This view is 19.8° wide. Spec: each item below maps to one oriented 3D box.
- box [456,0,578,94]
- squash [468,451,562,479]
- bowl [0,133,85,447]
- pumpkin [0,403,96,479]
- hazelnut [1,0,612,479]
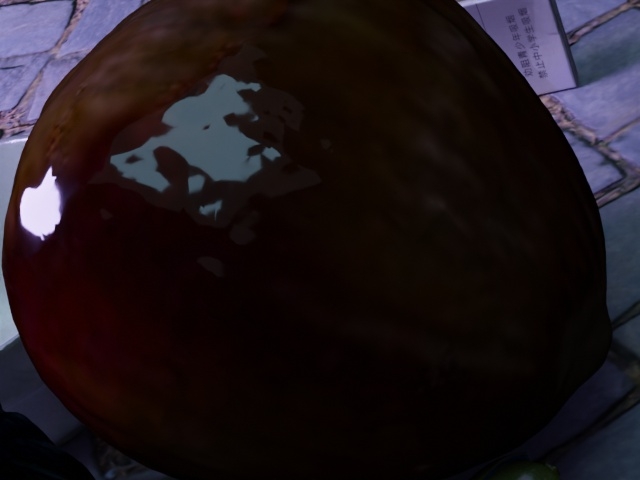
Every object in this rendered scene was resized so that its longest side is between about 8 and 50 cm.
[{"bbox_3d":[0.116,-0.163,1.594,0.198,0.109,0.029,-11,36,17],"label":"box"},{"bbox_3d":[0.048,0.251,1.081,0.094,0.094,0.341,10,40,39],"label":"squash"},{"bbox_3d":[-0.265,0.067,1.460,0.307,0.163,0.307,-16,36,12],"label":"bowl"},{"bbox_3d":[-0.290,0.227,1.095,0.266,0.363,0.363,-59,25,24],"label":"pumpkin"},{"bbox_3d":[0.000,0.000,1.239,0.353,0.421,0.421,-56,28,20],"label":"hazelnut"}]
